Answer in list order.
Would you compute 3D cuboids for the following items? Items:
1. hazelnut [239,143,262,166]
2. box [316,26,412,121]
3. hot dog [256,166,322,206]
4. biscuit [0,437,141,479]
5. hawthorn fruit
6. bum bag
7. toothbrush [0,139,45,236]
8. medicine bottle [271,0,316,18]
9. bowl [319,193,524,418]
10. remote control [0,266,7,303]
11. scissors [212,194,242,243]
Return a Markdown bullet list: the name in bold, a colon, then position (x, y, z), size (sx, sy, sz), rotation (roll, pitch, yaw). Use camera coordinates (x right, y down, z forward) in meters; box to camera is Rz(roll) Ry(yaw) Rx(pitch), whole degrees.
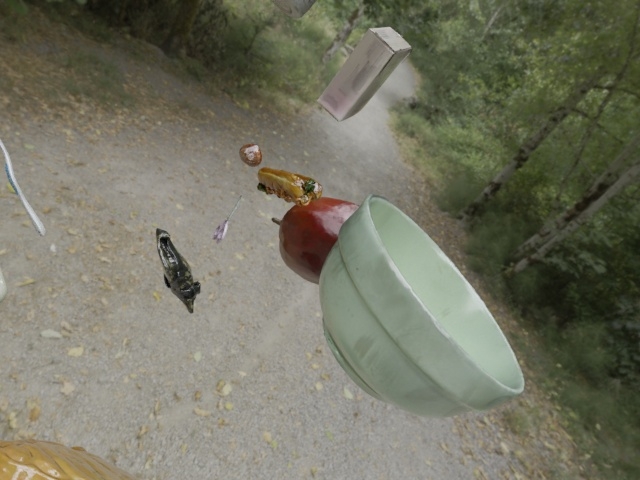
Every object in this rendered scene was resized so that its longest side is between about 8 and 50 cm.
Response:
- **hazelnut**: position (-0.251, -0.307, 1.531), size (0.086, 0.086, 0.086), rotation (27, 27, -16)
- **box**: position (0.130, -0.482, 1.238), size (0.106, 0.251, 0.203), rotation (42, 36, -1)
- **hot dog**: position (-0.061, -0.099, 0.789), size (0.072, 0.055, 0.188), rotation (8, 11, -34)
- **biscuit**: position (-0.343, 0.399, 0.673), size (0.312, 0.351, 0.057), rotation (15, 60, 24)
- **hawthorn fruit**: position (0.000, 0.000, 0.962), size (0.250, 0.215, 0.215), rotation (16, 25, 9)
- **bum bag**: position (-0.343, 0.083, 1.025), size (0.069, 0.248, 0.102), rotation (-6, 49, 6)
- **toothbrush**: position (-0.419, -0.080, 0.589), size (0.017, 0.014, 0.162), rotation (-37, 112, -46)
- **medicine bottle**: position (-0.013, -0.407, 0.587), size (0.105, 0.168, 0.105), rotation (41, 5, -5)
- **bowl**: position (0.114, 0.103, 0.577), size (0.307, 0.163, 0.307), rotation (40, 20, -18)
- **remote control**: position (-0.617, 0.022, 0.750), size (0.221, 0.042, 0.078), rotation (64, 21, 12)
- **scissors**: position (-0.363, -0.087, 1.689), size (0.021, 0.212, 0.110), rotation (34, -5, -32)
